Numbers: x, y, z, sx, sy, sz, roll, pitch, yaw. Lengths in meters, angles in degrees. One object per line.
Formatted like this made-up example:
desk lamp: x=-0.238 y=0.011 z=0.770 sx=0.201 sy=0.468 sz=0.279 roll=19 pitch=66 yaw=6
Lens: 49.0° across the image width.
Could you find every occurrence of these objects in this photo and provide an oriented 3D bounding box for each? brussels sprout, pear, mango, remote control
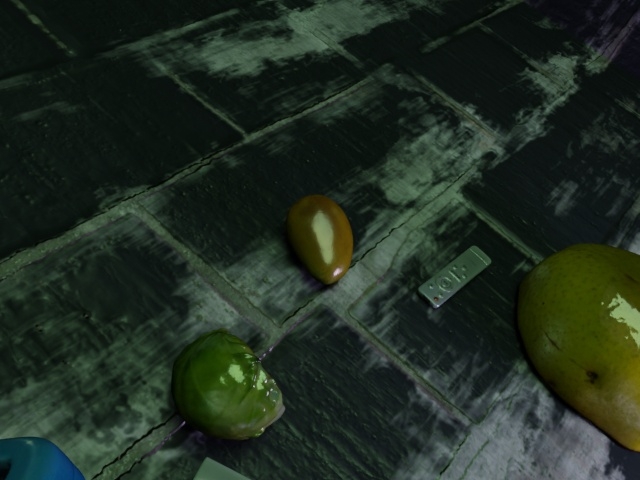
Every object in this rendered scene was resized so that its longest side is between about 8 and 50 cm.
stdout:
brussels sprout: x=-0.127 y=0.197 z=0.919 sx=0.122 sy=0.151 sz=0.149 roll=-34 pitch=95 yaw=-13
pear: x=0.543 y=0.152 z=1.235 sx=0.340 sy=0.191 sz=0.386 roll=-10 pitch=54 yaw=-32
mango: x=0.003 y=-0.003 z=1.196 sx=0.111 sy=0.089 sz=0.163 roll=-21 pitch=71 yaw=-25
remote control: x=0.247 y=0.068 z=1.292 sx=0.050 sy=0.027 sz=0.184 roll=44 pitch=51 yaw=19

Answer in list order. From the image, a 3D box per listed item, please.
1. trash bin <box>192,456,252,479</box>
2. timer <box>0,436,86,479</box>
trash bin: x=-0.108 y=0.340 z=0.838 sx=0.130 sy=0.059 sz=0.116 roll=28 pitch=43 yaw=2
timer: x=-0.358 y=0.319 z=0.577 sx=0.115 sy=0.309 sz=0.340 roll=57 pitch=39 yaw=-20
